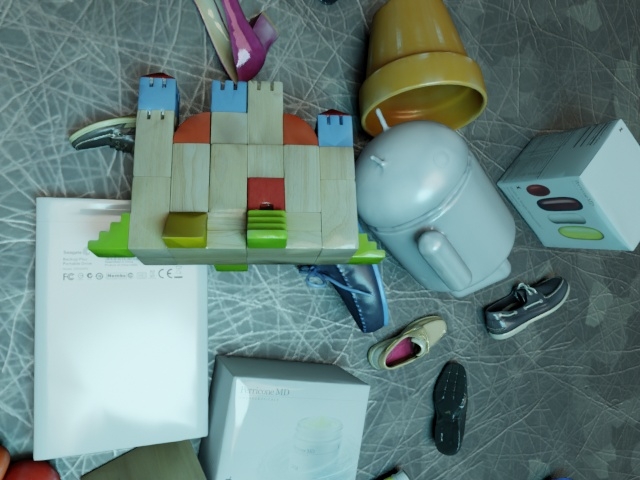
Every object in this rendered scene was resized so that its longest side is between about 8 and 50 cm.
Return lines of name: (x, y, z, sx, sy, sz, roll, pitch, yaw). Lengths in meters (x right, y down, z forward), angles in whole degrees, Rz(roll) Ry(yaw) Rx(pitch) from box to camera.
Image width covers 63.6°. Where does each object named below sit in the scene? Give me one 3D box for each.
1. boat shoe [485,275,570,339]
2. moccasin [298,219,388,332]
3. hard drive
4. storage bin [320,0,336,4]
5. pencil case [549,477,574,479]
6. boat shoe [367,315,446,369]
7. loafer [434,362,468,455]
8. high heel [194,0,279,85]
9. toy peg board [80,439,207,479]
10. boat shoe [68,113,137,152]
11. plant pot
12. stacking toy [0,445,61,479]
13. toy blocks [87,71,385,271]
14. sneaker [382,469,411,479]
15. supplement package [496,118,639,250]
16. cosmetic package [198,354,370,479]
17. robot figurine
boat shoe: (0.418, 0.120, 1.042, 0.206, 0.075, 0.065, -30, 106, -14)
moccasin: (0.000, 0.000, 0.850, 0.117, 0.138, 0.341, -23, 85, -14)
hard drive: (-0.284, 0.118, 0.754, 0.233, 0.047, 0.352, 0, 87, -23)
storage bin: (0.004, -0.503, 0.846, 0.180, 0.084, 0.122, 44, 76, -18)
pencil case: (0.555, 0.641, 1.090, 0.119, 0.133, 0.306, -32, 104, 11)
boat shoe: (0.171, 0.193, 0.949, 0.170, 0.059, 0.063, -26, 101, -20)
loafer: (0.254, 0.322, 0.997, 0.061, 0.062, 0.170, 30, 69, -60)
high heel: (-0.177, -0.352, 0.778, 0.244, 0.082, 0.117, 42, 66, -31)
toy peg board: (-0.241, 0.377, 0.740, 0.161, 0.161, 0.079, -24, 118, -21)
boat shoe: (-0.282, -0.153, 0.752, 0.152, 0.056, 0.049, -21, 94, -21)
plant pot: (0.159, -0.295, 0.870, 0.205, 0.205, 0.187, -1, 76, -23)
stacking toy: (-0.487, 0.276, 0.649, 0.330, 0.141, 0.141, 34, 79, -26)
toy blocks: (-0.102, -0.102, 0.723, 0.382, 0.190, 0.260, 0, 75, -7)
sneaker: (0.131, 0.530, 0.940, 0.094, 0.081, 0.208, -10, 89, -15)
supplement package: (0.502, -0.098, 1.001, 0.194, 0.203, 0.149, 46, 75, -17)
cosmetic package: (-0.063, 0.313, 0.815, 0.224, 0.138, 0.224, 10, 86, -23)
robot figurine: (0.184, -0.052, 0.849, 0.200, 0.300, 0.353, -31, 123, 20)
